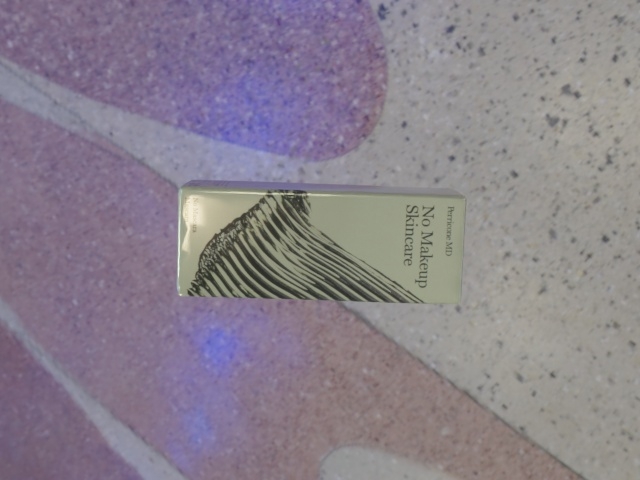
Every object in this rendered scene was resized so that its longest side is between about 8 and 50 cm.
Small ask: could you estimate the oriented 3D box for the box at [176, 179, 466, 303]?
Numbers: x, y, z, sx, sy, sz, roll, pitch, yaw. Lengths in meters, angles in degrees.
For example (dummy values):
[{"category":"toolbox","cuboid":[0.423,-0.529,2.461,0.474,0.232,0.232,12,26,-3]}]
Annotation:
[{"category":"box","cuboid":[0.000,0.000,0.940,0.275,0.094,0.113,1,97,-1]}]
